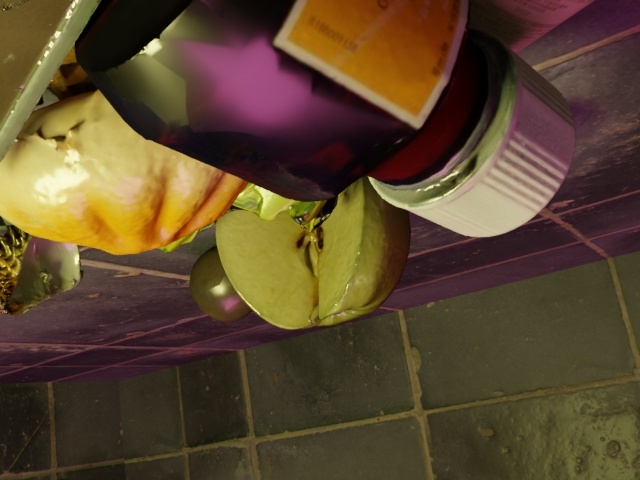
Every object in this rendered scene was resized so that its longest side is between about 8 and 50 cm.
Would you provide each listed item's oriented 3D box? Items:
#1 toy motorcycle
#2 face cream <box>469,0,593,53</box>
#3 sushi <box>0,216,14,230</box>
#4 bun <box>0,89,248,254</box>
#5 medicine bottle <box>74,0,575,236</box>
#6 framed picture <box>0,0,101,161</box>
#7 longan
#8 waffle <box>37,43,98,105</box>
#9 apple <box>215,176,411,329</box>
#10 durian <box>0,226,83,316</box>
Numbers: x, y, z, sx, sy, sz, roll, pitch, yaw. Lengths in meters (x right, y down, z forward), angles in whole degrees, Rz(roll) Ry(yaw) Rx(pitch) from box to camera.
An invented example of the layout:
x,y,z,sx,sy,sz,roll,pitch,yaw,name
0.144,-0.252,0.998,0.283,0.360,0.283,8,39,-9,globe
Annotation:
x,y,z,sx,sy,sz,roll,pitch,yaw,name
-0.106,-0.080,0.946,0.342,0.206,0.142,-20,-158,33,toy motorcycle
0.131,-0.216,0.710,0.173,0.081,0.348,6,159,-32,face cream
-0.573,-0.039,0.963,0.320,0.069,0.339,1,162,-32,sushi
-0.184,-0.071,0.706,0.298,0.165,0.299,-19,-169,4,bun
0.032,-0.129,0.561,0.242,0.243,0.395,-21,146,37,medicine bottle
-0.257,-0.102,0.396,0.293,0.018,0.231,-39,165,35,framed picture
-0.194,0.088,1.467,0.189,0.189,0.189,-9,165,-2,longan
-0.275,-0.185,0.632,0.229,0.057,0.219,-7,165,-11,waffle
0.004,0.004,1.097,0.295,0.258,0.233,-18,165,24,apple
-0.478,0.039,1.135,0.144,0.139,0.252,-30,-173,11,durian
